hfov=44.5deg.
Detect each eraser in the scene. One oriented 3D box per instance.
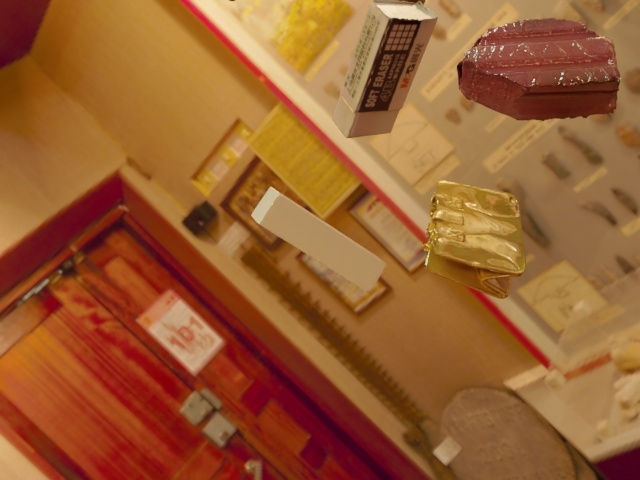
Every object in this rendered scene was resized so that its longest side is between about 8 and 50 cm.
[{"bbox_3d":[0.127,-0.349,1.612,0.130,0.086,0.287,-9,-43,-30],"label":"eraser"},{"bbox_3d":[-0.001,0.000,1.653,0.076,0.298,0.078,-56,24,3],"label":"eraser"}]

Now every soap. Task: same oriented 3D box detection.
[{"bbox_3d":[0.403,-0.323,1.480,0.112,0.289,0.182,79,-168,-52],"label":"soap"}]

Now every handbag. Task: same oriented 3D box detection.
[{"bbox_3d":[0.450,-0.017,2.332,0.401,0.282,0.133,-76,6,-51],"label":"handbag"}]

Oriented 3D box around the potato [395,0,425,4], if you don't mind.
[{"bbox_3d":[0.235,-0.761,2.016,0.195,0.176,0.369,-74,3,-60],"label":"potato"}]
